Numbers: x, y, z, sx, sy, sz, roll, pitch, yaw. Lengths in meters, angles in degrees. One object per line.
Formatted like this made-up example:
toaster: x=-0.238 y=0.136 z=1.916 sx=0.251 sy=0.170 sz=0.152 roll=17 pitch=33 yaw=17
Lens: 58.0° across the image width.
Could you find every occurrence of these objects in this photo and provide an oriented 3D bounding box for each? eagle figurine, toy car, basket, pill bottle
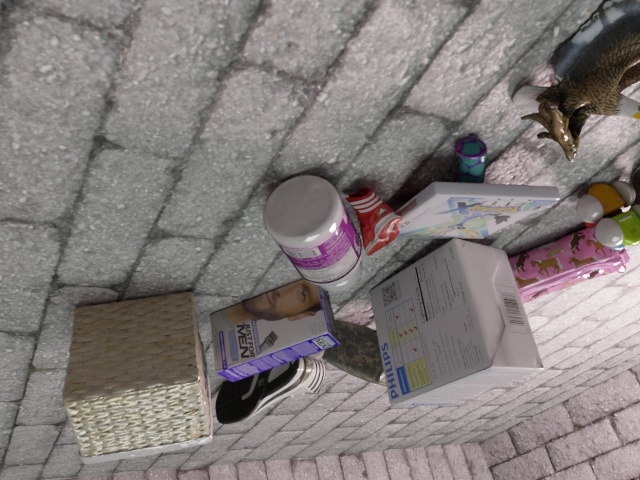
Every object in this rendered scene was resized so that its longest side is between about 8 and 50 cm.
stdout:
eagle figurine: x=0.536 y=-0.297 z=1.072 sx=0.298 sy=0.225 sz=0.226 roll=-52 pitch=-176 yaw=4
toy car: x=0.748 y=-0.054 z=1.493 sx=0.159 sy=0.182 sz=0.136 roll=-22 pitch=155 yaw=-15
basket: x=-0.458 y=0.337 z=1.468 sx=0.331 sy=0.328 sz=0.266 roll=-7 pitch=131 yaw=-10
pill bottle: x=0.000 y=0.000 z=1.296 sx=0.169 sy=0.169 sz=0.301 roll=-19 pitch=148 yaw=8

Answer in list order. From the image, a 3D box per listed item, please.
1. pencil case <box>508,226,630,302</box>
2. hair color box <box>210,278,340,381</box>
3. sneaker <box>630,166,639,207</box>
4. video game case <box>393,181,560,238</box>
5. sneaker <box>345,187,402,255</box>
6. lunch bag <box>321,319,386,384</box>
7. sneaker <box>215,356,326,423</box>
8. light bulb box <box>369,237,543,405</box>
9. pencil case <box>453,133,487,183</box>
pencil case: x=0.677 y=0.084 z=1.683 sx=0.386 sy=0.167 sz=0.160 roll=-23 pitch=149 yaw=9
hair color box: x=-0.132 y=0.246 z=1.607 sx=0.338 sy=0.185 sz=0.110 roll=-21 pitch=146 yaw=10
sneaker: x=0.886 y=-0.143 z=1.493 sx=0.123 sy=0.106 sz=0.290 roll=-30 pitch=153 yaw=7
video game case: x=0.336 y=-0.063 z=1.371 sx=0.329 sy=0.036 sz=0.300 roll=0 pitch=163 yaw=-21
sneaker: x=0.117 y=-0.053 z=1.332 sx=0.087 sy=0.128 sz=0.221 roll=-31 pitch=166 yaw=-17
lunch bag: x=0.191 y=0.382 z=1.882 sx=0.235 sy=0.169 sz=0.287 roll=14 pitch=168 yaw=40
sneaker: x=-0.160 y=0.554 z=2.084 sx=0.447 sy=0.169 sz=0.257 roll=-35 pitch=140 yaw=26
light bulb box: x=0.355 y=0.240 z=1.602 sx=0.225 sy=0.358 sz=0.361 roll=12 pitch=146 yaw=-34
pencil case: x=0.328 y=-0.161 z=1.270 sx=0.070 sy=0.064 sz=0.152 roll=19 pitch=156 yaw=21
